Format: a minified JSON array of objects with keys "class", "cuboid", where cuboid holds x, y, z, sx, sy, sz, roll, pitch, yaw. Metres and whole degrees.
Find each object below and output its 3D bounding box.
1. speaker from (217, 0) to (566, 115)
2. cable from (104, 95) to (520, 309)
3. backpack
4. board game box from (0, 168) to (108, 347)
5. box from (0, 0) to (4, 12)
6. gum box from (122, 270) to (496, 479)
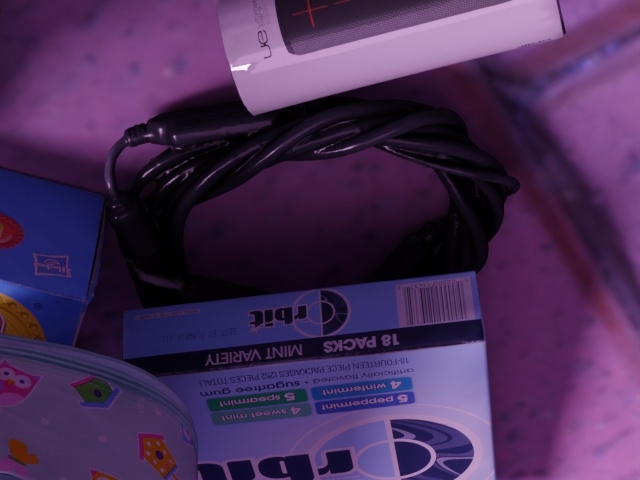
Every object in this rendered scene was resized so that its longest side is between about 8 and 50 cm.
[{"class":"speaker","cuboid":[0.028,-0.093,0.679,0.136,0.055,0.055,-13,124,9]},{"class":"cable","cuboid":[0.000,0.000,0.748,0.184,0.047,0.150,-9,125,5]},{"class":"backpack","cuboid":[-0.128,0.116,0.659,0.166,0.144,0.188,13,138,-10]},{"class":"board game box","cuboid":[-0.285,0.084,0.777,0.308,0.086,0.302,14,123,-10]},{"class":"box","cuboid":[-0.249,-0.070,0.596,0.243,0.213,0.117,17,123,-13]},{"class":"gum box","cuboid":[0.003,0.089,0.781,0.157,0.041,0.184,-7,143,4]}]
